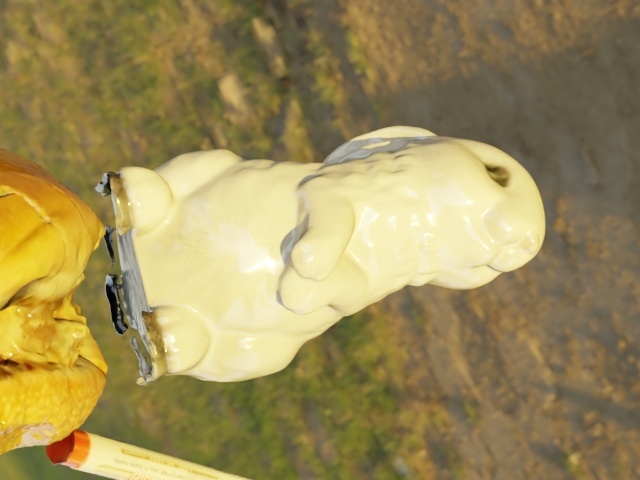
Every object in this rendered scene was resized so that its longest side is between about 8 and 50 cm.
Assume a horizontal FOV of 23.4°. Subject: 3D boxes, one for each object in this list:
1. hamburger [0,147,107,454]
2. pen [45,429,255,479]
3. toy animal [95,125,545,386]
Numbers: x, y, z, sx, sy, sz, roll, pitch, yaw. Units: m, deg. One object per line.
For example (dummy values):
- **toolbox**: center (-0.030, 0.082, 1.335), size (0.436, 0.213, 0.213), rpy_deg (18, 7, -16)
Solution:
- **hamburger**: center (-0.206, 0.013, 0.772), size (0.283, 0.156, 0.144), rpy_deg (13, 113, 41)
- **pen**: center (-0.091, 0.157, 1.020), size (0.218, 0.026, 0.026), rpy_deg (26, -167, -45)
- **toy animal**: center (0.000, 0.000, 1.284), size (0.258, 0.357, 0.194), rpy_deg (-166, 63, -75)
